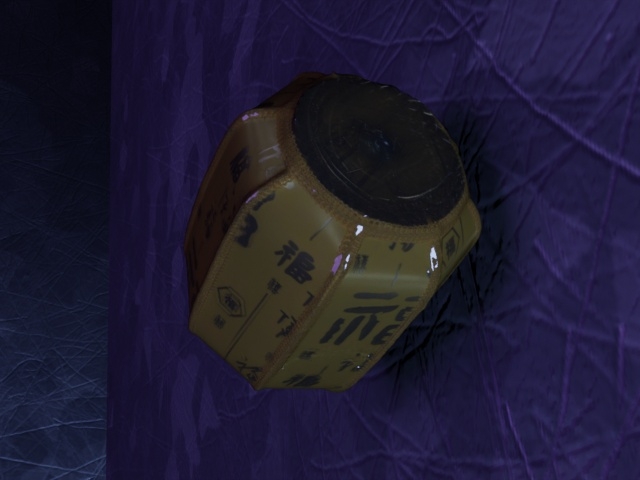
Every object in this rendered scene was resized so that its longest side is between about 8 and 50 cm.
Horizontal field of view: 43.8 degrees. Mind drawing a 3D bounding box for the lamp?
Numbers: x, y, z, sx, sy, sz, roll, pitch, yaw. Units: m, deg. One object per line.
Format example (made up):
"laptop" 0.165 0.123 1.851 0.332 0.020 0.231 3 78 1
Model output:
"lamp" 0.000 0.000 0.486 0.185 0.161 0.161 125 144 -50
